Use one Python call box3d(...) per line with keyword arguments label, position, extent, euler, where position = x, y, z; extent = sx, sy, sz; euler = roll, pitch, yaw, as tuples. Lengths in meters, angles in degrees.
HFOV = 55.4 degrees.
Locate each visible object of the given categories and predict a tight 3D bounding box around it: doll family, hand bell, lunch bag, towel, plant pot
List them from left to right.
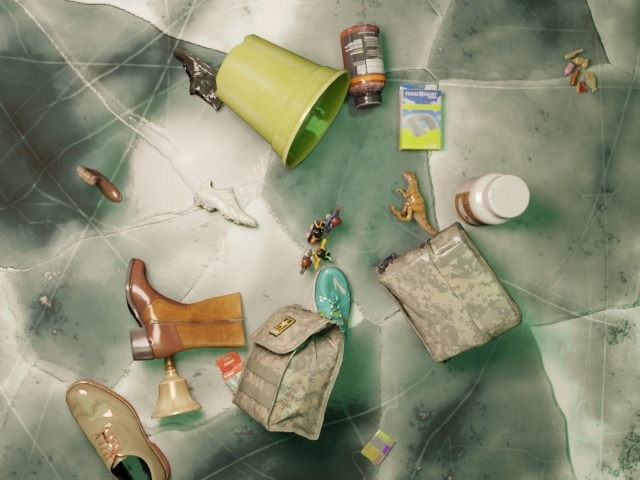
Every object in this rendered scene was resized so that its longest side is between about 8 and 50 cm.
box3d(label="hand bell", position=(-0.377, 0.312, 1.530), extent=(0.126, 0.126, 0.242), euler=(-9, 79, -6))
box3d(label="plant pot", position=(-0.106, -0.357, 1.485), extent=(0.253, 0.276, 0.276), euler=(34, 86, 6))
box3d(label="lunch bag", position=(-0.075, 0.298, 1.471), extent=(0.168, 0.235, 0.287), euler=(22, 83, -28))
box3d(label="doll family", position=(0.000, 0.000, 1.552), extent=(0.076, 0.111, 0.193), euler=(14, 88, -6))
box3d(label="towel", position=(0.152, 0.550, 1.622), extent=(0.060, 0.009, 0.083), euler=(39, 85, -4))
box3d(label="lunch bag", position=(0.318, 0.132, 1.541), extent=(0.256, 0.212, 0.305), euler=(-34, 91, 12))

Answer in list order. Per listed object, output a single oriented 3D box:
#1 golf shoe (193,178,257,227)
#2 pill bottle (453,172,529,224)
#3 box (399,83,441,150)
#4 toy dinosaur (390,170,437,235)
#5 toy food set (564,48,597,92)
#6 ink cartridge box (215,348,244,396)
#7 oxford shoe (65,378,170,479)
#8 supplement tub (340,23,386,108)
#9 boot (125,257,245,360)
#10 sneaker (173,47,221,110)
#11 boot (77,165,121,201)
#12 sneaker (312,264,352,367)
box3d(label="golf shoe", position=(-0.232, -0.094, 1.552), extent=(0.176, 0.069, 0.086), euler=(27, 81, -7))
box3d(label="pill bottle", position=(0.431, -0.103, 1.541), extent=(0.131, 0.229, 0.131), euler=(0, 90, -6))
box3d(label="box", position=(0.265, -0.329, 1.617), extent=(0.108, 0.042, 0.178), euler=(0, 91, -7))
box3d(label="toy dinosaur", position=(0.252, -0.080, 1.605), extent=(0.112, 0.064, 0.212), euler=(-21, 93, -7))
box3d(label="toy food set", position=(0.710, -0.459, 1.680), extent=(0.077, 0.019, 0.122), euler=(-22, 100, -6))
box3d(label="ink cartridge box", position=(-0.218, 0.346, 1.570), extent=(0.062, 0.029, 0.115), euler=(-30, 94, -6))
box3d(label="oxford shoe", position=(-0.496, 0.485, 1.488), extent=(0.123, 0.130, 0.348), euler=(-42, 94, -5))
box3d(label="supplement tub", position=(0.112, -0.443, 1.569), extent=(0.106, 0.106, 0.198), euler=(-7, 91, -6))
box3d(label="boot", position=(-0.336, 0.155, 1.521), extent=(0.280, 0.096, 0.264), euler=(-7, 64, -16))
box3d(label="sneaker", position=(-0.314, -0.409, 1.547), extent=(0.170, 0.051, 0.089), euler=(31, 82, -9))
box3d(label="boot", position=(-0.541, -0.137, 1.490), extent=(0.106, 0.114, 0.037), euler=(44, 86, -4))
box3d(label="sneaker", position=(0.036, 0.201, 1.558), extent=(0.106, 0.110, 0.276), euler=(-2, 90, -6))
